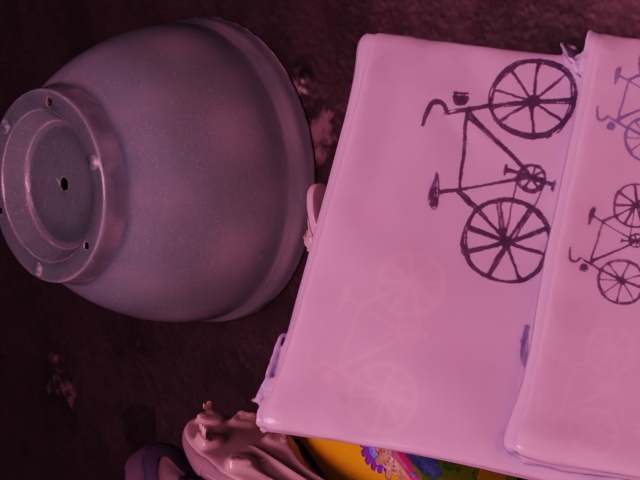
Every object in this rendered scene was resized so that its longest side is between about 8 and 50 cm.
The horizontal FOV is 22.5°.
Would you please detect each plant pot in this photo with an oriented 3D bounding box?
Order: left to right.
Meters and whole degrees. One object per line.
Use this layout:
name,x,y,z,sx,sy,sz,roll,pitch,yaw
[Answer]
plant pot,-0.175,-0.057,1.480,0.293,0.196,0.293,9,103,45

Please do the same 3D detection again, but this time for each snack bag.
snack bag,0.152,0.001,1.041,0.342,0.037,0.323,9,65,13

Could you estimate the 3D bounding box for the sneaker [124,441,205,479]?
sneaker,-0.056,0.284,1.490,0.319,0.112,0.131,48,112,25

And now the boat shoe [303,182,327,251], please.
boat shoe,0.000,0.000,1.425,0.035,0.035,0.100,-12,94,43

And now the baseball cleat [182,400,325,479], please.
baseball cleat,-0.021,0.185,1.032,0.206,0.072,0.109,27,121,45

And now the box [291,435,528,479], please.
box,0.136,0.209,1.132,0.279,0.290,0.177,53,129,27
